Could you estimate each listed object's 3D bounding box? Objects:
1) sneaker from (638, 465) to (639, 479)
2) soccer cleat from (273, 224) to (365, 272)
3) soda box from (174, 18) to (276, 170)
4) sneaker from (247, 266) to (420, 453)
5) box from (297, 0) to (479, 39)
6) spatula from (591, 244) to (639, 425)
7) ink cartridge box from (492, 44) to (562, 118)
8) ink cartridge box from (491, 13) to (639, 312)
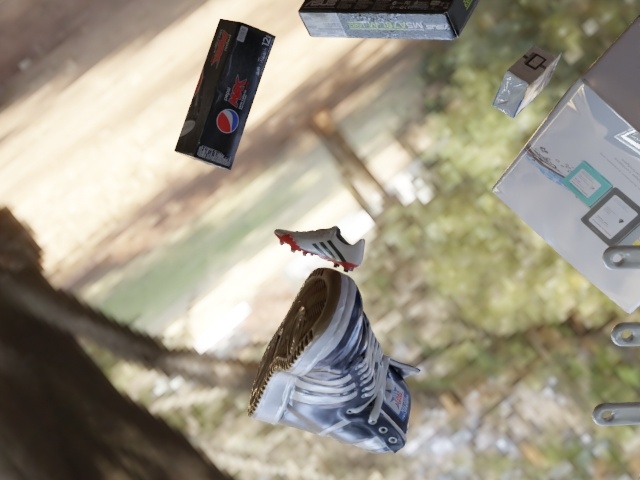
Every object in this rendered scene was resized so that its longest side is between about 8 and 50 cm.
[{"bbox_3d":[0.391,0.204,1.675,0.185,0.069,0.084,-40,-139,15],"label":"sneaker"},{"bbox_3d":[0.000,0.000,1.540,0.029,0.083,0.036,-12,123,-76],"label":"soccer cleat"},{"bbox_3d":[-0.112,-0.172,2.045,0.060,0.053,0.169,19,-90,59],"label":"soda box"},{"bbox_3d":[0.035,0.118,1.642,0.282,0.153,0.099,122,-15,-62],"label":"sneaker"},{"bbox_3d":[0.095,-0.292,1.874,0.190,0.045,0.184,5,-131,33],"label":"box"},{"bbox_3d":[0.308,0.067,1.201,0.242,0.168,0.019,-2,-156,-7],"label":"spatula"},{"bbox_3d":[0.213,-0.167,1.794,0.083,0.028,0.048,-42,159,-46],"label":"ink cartridge box"},{"bbox_3d":[0.332,-0.096,1.700,0.198,0.197,0.270,-46,175,-23],"label":"ink cartridge box"}]
